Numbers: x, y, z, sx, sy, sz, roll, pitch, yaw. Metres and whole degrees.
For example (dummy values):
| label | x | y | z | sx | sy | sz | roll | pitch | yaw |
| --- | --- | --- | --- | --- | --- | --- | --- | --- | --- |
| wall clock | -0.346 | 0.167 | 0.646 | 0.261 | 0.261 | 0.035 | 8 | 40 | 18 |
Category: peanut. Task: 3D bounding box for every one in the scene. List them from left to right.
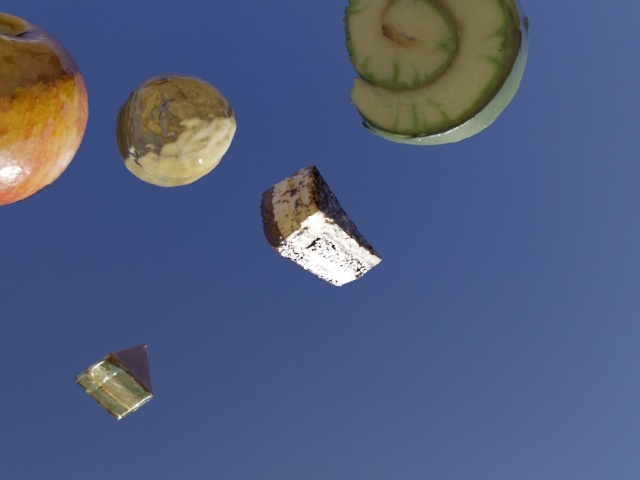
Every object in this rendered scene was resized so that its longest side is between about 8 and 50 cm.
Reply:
| label | x | y | z | sx | sy | sz | roll | pitch | yaw |
| --- | --- | --- | --- | --- | --- | --- | --- | --- | --- |
| peanut | -0.169 | -0.126 | 0.814 | 0.129 | 0.224 | 0.129 | -2 | -84 | -20 |

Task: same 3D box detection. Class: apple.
| label | x | y | z | sx | sy | sz | roll | pitch | yaw |
| --- | --- | --- | --- | --- | --- | --- | --- | --- | --- |
| apple | -0.466 | -0.199 | 0.987 | 0.302 | 0.301 | 0.301 | 9 | -117 | -18 |

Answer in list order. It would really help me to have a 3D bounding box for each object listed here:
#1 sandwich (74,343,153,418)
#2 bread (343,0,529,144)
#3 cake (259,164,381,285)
| label | x | y | z | sx | sy | sz | roll | pitch | yaw |
| --- | --- | --- | --- | --- | --- | --- | --- | --- | --- |
| sandwich | -0.357 | 0.210 | 1.214 | 0.079 | 0.163 | 0.113 | -35 | -60 | 2 |
| bread | 0.206 | -0.366 | 1.357 | 0.366 | 0.382 | 0.129 | 44 | -162 | 20 |
| cake | 0.006 | 0.010 | 1.184 | 0.246 | 0.112 | 0.135 | 53 | -161 | -28 |
